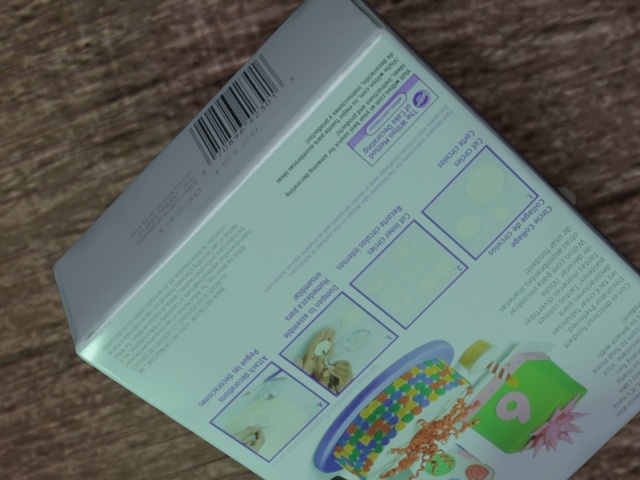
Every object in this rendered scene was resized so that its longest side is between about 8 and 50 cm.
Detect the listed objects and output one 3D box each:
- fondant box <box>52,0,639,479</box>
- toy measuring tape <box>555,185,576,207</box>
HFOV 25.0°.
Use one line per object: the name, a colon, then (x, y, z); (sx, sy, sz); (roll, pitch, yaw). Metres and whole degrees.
fondant box: (0.043, 0.041, 0.863); (0.238, 0.096, 0.330); (-45, 122, 8)
toy measuring tape: (0.000, 0.000, 0.957); (0.330, 0.121, 0.121); (-19, 92, -8)
